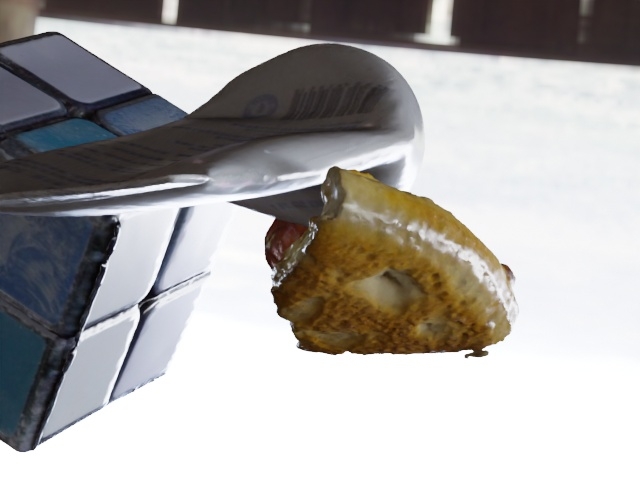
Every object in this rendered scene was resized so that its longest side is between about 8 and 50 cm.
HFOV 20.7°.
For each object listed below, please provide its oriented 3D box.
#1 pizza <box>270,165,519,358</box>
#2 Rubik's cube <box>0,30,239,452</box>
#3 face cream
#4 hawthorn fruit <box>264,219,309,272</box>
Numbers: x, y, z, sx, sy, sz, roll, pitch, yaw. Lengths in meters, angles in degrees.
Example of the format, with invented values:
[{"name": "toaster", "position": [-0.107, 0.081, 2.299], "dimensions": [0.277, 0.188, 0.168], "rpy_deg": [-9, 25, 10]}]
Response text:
[{"name": "pizza", "position": [0.035, 0.028, 1.102], "dimensions": [0.182, 0.062, 0.161], "rpy_deg": [22, 136, -32]}, {"name": "Rubik's cube", "position": [-0.305, -0.010, 1.901], "dimensions": [0.318, 0.316, 0.313], "rpy_deg": [33, -154, 16]}, {"name": "face cream", "position": [-0.069, -0.058, 1.160], "dimensions": [0.235, 0.137, 0.420], "rpy_deg": [-1, -173, 31]}, {"name": "hawthorn fruit", "position": [0.000, 0.000, 1.404], "dimensions": [0.093, 0.093, 0.093], "rpy_deg": [5, 178, 0]}]
